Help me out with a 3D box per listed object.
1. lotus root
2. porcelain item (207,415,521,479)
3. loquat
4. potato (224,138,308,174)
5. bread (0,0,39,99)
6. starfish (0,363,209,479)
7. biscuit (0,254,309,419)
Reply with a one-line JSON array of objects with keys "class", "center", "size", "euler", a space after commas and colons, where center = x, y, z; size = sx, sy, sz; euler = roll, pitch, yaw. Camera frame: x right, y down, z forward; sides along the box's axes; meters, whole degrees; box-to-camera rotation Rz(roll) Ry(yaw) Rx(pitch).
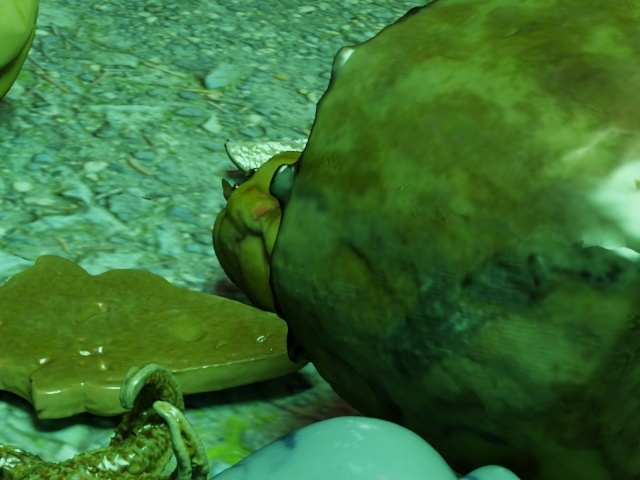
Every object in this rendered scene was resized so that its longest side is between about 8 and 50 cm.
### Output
[{"class": "lotus root", "center": [0.150, 0.029, 0.846], "size": [0.316, 0.316, 0.250], "euler": [-8, 24, -27]}, {"class": "porcelain item", "center": [-0.028, 0.156, 0.734], "size": [0.259, 0.141, 0.141], "euler": [-12, 32, -19]}, {"class": "loquat", "center": [0.000, 0.000, 1.052], "size": [0.137, 0.113, 0.137], "euler": [14, 32, -9]}, {"class": "potato", "center": [-0.023, -0.053, 1.245], "size": [0.093, 0.037, 0.036], "euler": [-3, 67, -9]}, {"class": "bread", "center": [-0.345, -0.157, 1.242], "size": [0.311, 0.121, 0.173], "euler": [12, 48, 24]}, {"class": "starfish", "center": [-0.144, 0.119, 0.810], "size": [0.189, 0.074, 0.146], "euler": [-17, 16, -1]}, {"class": "biscuit", "center": [-0.127, 0.058, 0.996], "size": [0.250, 0.035, 0.162], "euler": [3, 31, 1]}]
